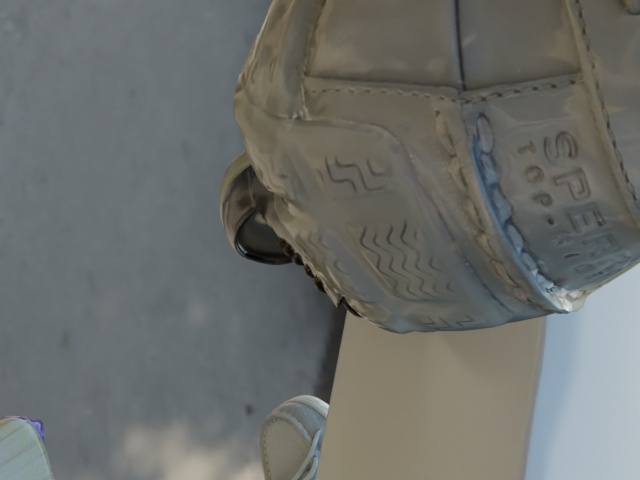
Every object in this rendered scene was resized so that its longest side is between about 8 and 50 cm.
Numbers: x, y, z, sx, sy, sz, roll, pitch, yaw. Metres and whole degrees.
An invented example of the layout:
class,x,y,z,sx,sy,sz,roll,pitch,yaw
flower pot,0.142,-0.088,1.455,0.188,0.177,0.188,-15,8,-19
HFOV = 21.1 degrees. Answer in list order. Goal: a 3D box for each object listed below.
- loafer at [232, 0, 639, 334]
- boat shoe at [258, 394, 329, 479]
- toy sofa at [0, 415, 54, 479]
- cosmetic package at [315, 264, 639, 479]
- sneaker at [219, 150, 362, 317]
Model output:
class,x,y,z,sx,sy,sz,roll,pitch,yaw
loafer,0.080,-0.114,0.412,0.112,0.111,0.319,50,45,-38
boat shoe,0.005,0.296,1.596,0.103,0.118,0.320,1,65,-42
toy sofa,-0.262,0.233,0.814,0.362,0.150,0.177,-34,107,-36
cosmetic package,0.119,0.067,1.010,0.155,0.197,0.366,24,66,-31
sneaker,0.000,0.000,0.998,0.083,0.222,0.118,6,68,-23
